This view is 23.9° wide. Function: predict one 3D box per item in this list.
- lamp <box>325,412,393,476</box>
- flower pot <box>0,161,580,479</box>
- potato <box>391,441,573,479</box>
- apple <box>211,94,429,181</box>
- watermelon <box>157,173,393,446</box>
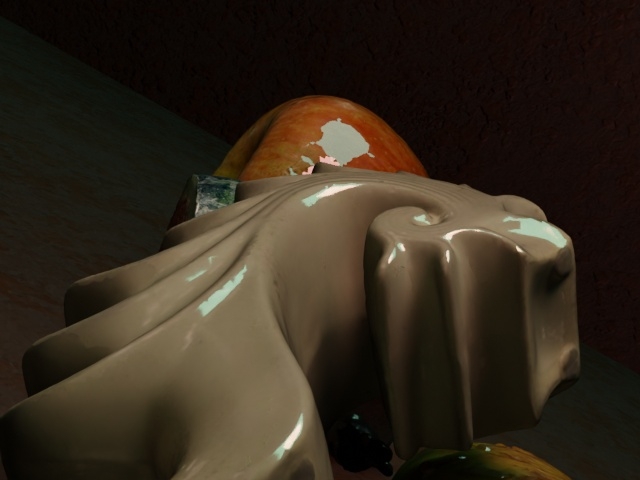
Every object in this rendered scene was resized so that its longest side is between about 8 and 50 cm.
[{"bbox_3d":[-0.059,0.128,1.128,0.253,0.118,0.118,37,13,39],"label":"lamp"},{"bbox_3d":[-0.022,0.075,0.927,0.254,0.164,0.367,12,31,39],"label":"flower pot"},{"bbox_3d":[0.128,0.212,1.047,0.176,0.141,0.298,36,8,-4],"label":"potato"},{"bbox_3d":[0.000,0.000,1.541,0.250,0.277,0.309,41,21,-11],"label":"apple"},{"bbox_3d":[-0.045,0.065,1.322,0.318,0.226,0.148,54,17,-37],"label":"watermelon"}]
